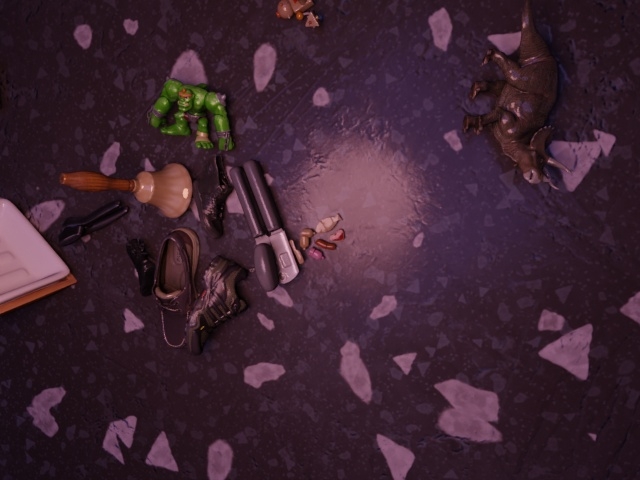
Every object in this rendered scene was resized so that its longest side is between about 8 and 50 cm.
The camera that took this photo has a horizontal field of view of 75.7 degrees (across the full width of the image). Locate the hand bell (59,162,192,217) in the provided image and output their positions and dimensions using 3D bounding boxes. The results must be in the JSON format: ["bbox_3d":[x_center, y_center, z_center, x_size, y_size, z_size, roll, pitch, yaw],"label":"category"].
[{"bbox_3d":[-0.398,-0.114,0.835,0.126,0.242,0.126,0,90,32],"label":"hand bell"}]

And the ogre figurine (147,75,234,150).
[{"bbox_3d":[-0.276,-0.275,0.884,0.197,0.096,0.118,29,120,24],"label":"ogre figurine"}]

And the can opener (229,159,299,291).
[{"bbox_3d":[-0.122,-0.035,0.876,0.074,0.093,0.281,-20,87,15],"label":"can opener"}]

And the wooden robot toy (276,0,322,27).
[{"bbox_3d":[-0.064,-0.484,0.822,0.079,0.076,0.174,-25,90,25],"label":"wooden robot toy"}]

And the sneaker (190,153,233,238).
[{"bbox_3d":[-0.231,-0.096,0.909,0.089,0.051,0.170,-21,88,19],"label":"sneaker"}]

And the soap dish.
[{"bbox_3d":[-0.778,0.049,0.973,0.291,0.229,0.118,47,120,4],"label":"soap dish"}]

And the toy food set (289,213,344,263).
[{"bbox_3d":[0.000,0.000,0.884,0.122,0.019,0.078,-25,90,7],"label":"toy food set"}]

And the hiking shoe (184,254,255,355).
[{"bbox_3d":[-0.222,0.153,0.906,0.114,0.086,0.227,19,90,-7],"label":"hiking shoe"}]

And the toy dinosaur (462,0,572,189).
[{"bbox_3d":[0.358,-0.255,0.739,0.160,0.121,0.314,7,93,0],"label":"toy dinosaur"}]

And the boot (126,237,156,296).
[{"bbox_3d":[-0.423,0.062,0.971,0.099,0.045,0.121,47,138,24],"label":"boot"}]

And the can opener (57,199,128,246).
[{"bbox_3d":[-0.543,-0.043,0.989,0.186,0.059,0.073,-25,63,5],"label":"can opener"}]

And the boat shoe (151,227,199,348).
[{"bbox_3d":[-0.334,0.115,0.934,0.102,0.092,0.286,9,99,10],"label":"boat shoe"}]
